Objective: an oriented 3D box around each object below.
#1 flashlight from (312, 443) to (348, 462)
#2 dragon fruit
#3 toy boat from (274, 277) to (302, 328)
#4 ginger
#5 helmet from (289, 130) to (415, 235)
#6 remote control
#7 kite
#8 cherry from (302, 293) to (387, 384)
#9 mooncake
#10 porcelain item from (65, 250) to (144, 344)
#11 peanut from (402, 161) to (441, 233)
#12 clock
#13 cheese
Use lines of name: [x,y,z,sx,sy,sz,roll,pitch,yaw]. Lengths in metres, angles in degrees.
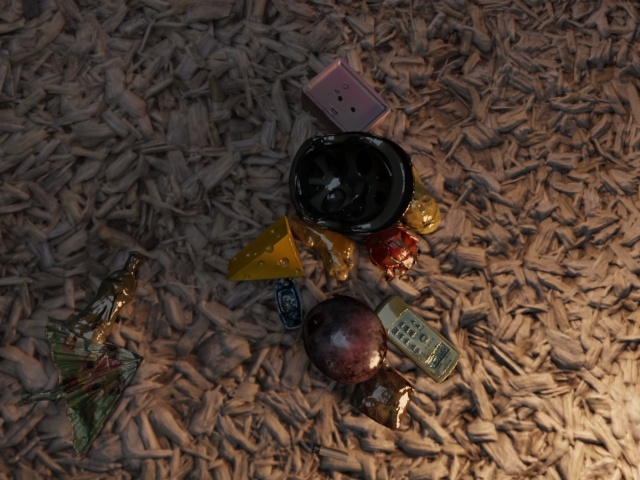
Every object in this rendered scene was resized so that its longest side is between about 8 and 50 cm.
flashlight: [0.023,0.491,0.926,0.084,0.018,0.018,17,80,-4]
dragon fruit: [0.176,0.021,0.984,0.142,0.130,0.121,29,45,0]
toy boat: [-0.076,0.142,0.953,0.060,0.061,0.137,-9,81,-8]
ginger: [0.013,-0.003,0.981,0.115,0.081,0.205,-44,84,-8]
helmet: [0.087,-0.126,0.932,0.306,0.177,0.224,13,98,23]
remote control: [0.232,0.239,0.987,0.233,0.038,0.098,42,79,0]
kite: [-0.529,0.309,0.894,0.268,0.013,0.322,-20,81,-11]
cherry: [0.049,0.216,0.884,0.195,0.195,0.194,1,80,-7]
mooncake: [0.150,0.361,0.938,0.130,0.073,0.125,33,76,-2]
porcelain item: [-0.467,0.123,0.909,0.081,0.069,0.215,28,70,1]
peanut: [0.223,-0.120,1.014,0.098,0.103,0.229,-31,87,-8]
clock: [0.063,-0.357,1.055,0.197,0.063,0.150,45,78,2]
cheese: [-0.138,0.039,0.933,0.171,0.093,0.126,-19,123,2]
